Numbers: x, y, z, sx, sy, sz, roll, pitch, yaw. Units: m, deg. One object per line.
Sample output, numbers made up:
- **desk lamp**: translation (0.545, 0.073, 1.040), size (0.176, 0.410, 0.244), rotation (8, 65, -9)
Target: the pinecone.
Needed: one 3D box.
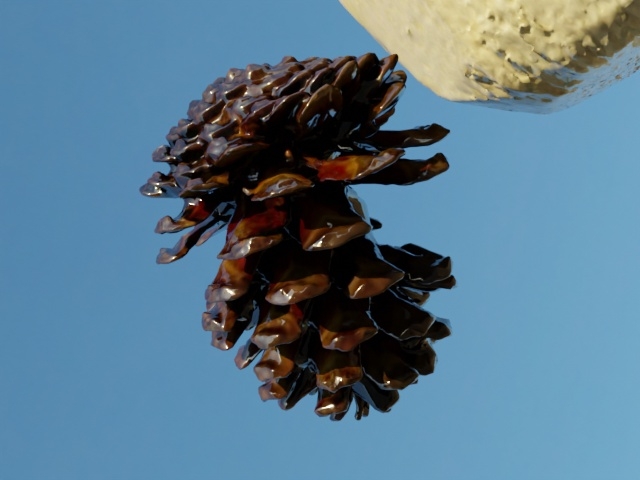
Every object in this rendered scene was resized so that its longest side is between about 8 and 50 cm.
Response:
- **pinecone**: translation (0.002, 0.000, 0.923), size (0.246, 0.246, 0.292), rotation (-27, -77, -33)

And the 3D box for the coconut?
- **coconut**: translation (0.163, -0.322, 1.004), size (0.344, 0.415, 0.415), rotation (28, -105, -81)
